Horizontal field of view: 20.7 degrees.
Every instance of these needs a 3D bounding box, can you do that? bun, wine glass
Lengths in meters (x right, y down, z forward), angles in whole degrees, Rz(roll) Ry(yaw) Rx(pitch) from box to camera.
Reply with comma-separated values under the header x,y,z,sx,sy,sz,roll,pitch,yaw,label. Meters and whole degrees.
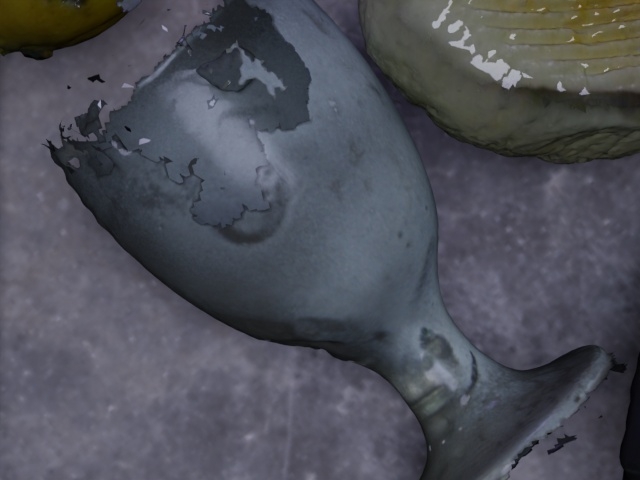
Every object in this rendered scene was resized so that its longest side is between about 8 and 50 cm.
x,y,z,sx,sy,sz,roll,pitch,yaw,label
0.132,-0.139,1.065,0.243,0.153,0.244,6,65,-14,bun
0.001,0.002,1.039,0.190,0.190,0.357,-41,93,-3,wine glass

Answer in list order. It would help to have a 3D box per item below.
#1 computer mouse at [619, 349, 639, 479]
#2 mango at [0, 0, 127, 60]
x,y,z,sx,sy,sz,roll,pitch,yaw,label
0.274,0.055,1.024,0.170,0.100,0.269,10,48,11,computer mouse
-0.203,-0.224,1.023,0.262,0.130,0.167,40,86,6,mango
